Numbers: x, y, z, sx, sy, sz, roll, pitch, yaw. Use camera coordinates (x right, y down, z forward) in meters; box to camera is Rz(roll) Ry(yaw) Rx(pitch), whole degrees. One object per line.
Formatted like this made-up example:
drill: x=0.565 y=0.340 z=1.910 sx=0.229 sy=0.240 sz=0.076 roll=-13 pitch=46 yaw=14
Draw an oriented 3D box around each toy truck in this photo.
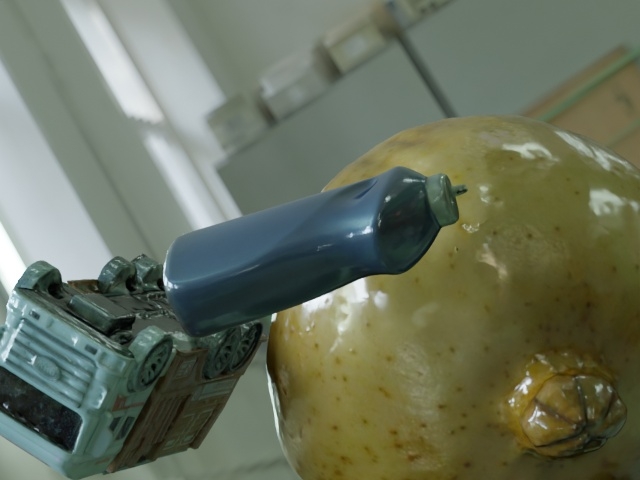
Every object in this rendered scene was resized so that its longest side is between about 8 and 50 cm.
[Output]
toy truck: x=-0.173 y=0.113 z=1.635 sx=0.162 sy=0.136 sz=0.305 roll=-64 pitch=-17 yaw=9

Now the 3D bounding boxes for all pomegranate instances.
pomegranate: x=0.145 y=0.088 z=1.566 sx=0.410 sy=0.410 sz=0.410 roll=-29 pitch=-12 yaw=-7

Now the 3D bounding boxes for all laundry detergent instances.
laundry detergent: x=0.001 y=0.001 z=1.291 sx=0.206 sy=0.061 sz=0.096 roll=-18 pitch=20 yaw=12
